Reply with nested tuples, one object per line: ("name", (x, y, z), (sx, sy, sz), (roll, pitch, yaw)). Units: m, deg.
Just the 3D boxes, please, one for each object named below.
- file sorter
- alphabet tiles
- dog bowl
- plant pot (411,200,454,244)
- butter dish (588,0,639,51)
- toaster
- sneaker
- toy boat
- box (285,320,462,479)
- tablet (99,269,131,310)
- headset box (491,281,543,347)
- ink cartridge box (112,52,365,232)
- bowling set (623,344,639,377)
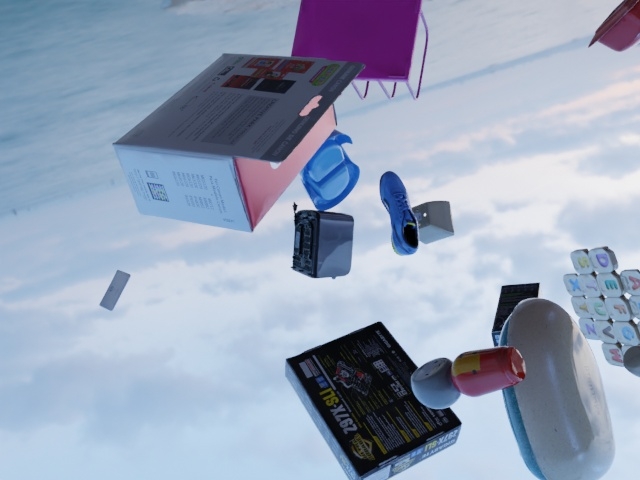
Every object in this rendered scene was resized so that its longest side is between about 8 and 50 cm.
("file sorter", (0.102, -0.455, 1.529), (0.290, 0.202, 0.182), (8, 173, 20))
("alphabet tiles", (0.651, 0.152, 1.428), (0.021, 0.284, 0.278), (-19, 180, -14))
("dog bowl", (0.011, -0.195, 1.686), (0.166, 0.074, 0.297), (-41, 153, -8))
("plant pot", (0.315, -0.060, 1.853), (0.109, 0.109, 0.096), (-20, 157, 40))
("butter dish", (0.734, -0.502, 1.471), (0.160, 0.118, 0.160), (-47, 179, -24))
("toaster", (0.000, 0.000, 1.587), (0.110, 0.186, 0.168), (2, -176, -22))
("sneaker", (0.193, -0.069, 1.481), (0.069, 0.210, 0.082), (-8, 171, -18))
("toy boat", (0.269, 0.199, 0.867), (0.318, 0.268, 0.148), (20, 146, -40))
("box", (0.107, 0.345, 1.374), (0.257, 0.079, 0.322), (-20, -133, -23))
("tablet", (-0.426, 0.103, 1.310), (0.054, 0.006, 0.083), (13, -108, 42))
("headset box", (0.647, 0.301, 2.012), (0.131, 0.247, 0.283), (-8, -154, 27))
("ink cartridge box", (-0.100, -0.159, 0.962), (0.271, 0.130, 0.309), (10, -138, 24))
("bowling set", (0.514, 0.156, 0.707), (0.287, 0.154, 0.200), (-47, -150, 36))
